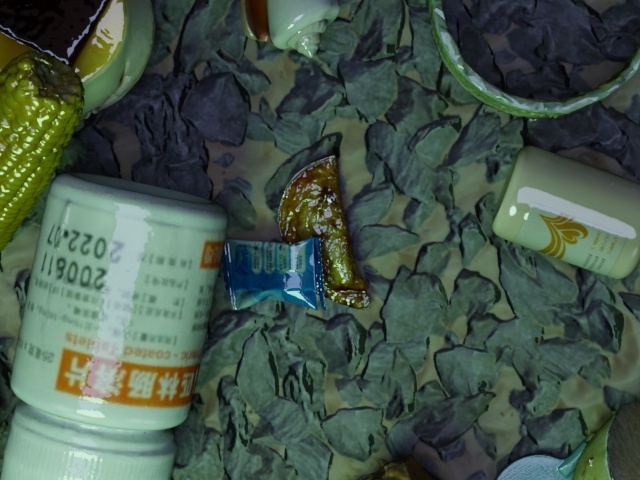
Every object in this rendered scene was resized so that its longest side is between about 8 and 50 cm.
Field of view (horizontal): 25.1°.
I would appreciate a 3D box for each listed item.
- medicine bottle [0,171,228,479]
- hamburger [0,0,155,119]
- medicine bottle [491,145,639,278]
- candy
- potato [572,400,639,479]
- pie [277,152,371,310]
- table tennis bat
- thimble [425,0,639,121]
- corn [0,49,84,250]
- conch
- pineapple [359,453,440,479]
[{"bbox_3d":[-0.238,0.121,1.639,0.211,0.211,0.371,12,94,4],"label":"medicine bottle"},{"bbox_3d":[-0.333,-0.275,1.657,0.295,0.151,0.227,44,90,5],"label":"hamburger"},{"bbox_3d":[0.328,-0.018,1.632,0.252,0.114,0.114,19,95,3],"label":"medicine bottle"},{"bbox_3d":[-0.058,0.041,1.698,0.136,0.038,0.088,-2,100,25],"label":"candy"},{"bbox_3d":[0.362,0.296,1.646,0.202,0.182,0.117,40,131,-16],"label":"potato"},{"bbox_3d":[-0.002,-0.001,1.702,0.088,0.033,0.191,-14,91,12],"label":"pie"},{"bbox_3d":[0.268,0.291,1.704,0.100,0.019,0.155,45,97,1],"label":"table tennis bat"},{"bbox_3d":[0.252,-0.273,1.604,0.271,0.150,0.270,0,94,5],"label":"thimble"},{"bbox_3d":[-0.365,-0.080,1.609,0.120,0.120,0.363,43,136,1],"label":"corn"},{"bbox_3d":[-0.044,-0.288,1.659,0.104,0.094,0.176,-32,85,45],"label":"conch"},{"bbox_3d":[0.047,0.385,1.675,0.158,0.158,0.278,45,106,1],"label":"pineapple"}]
